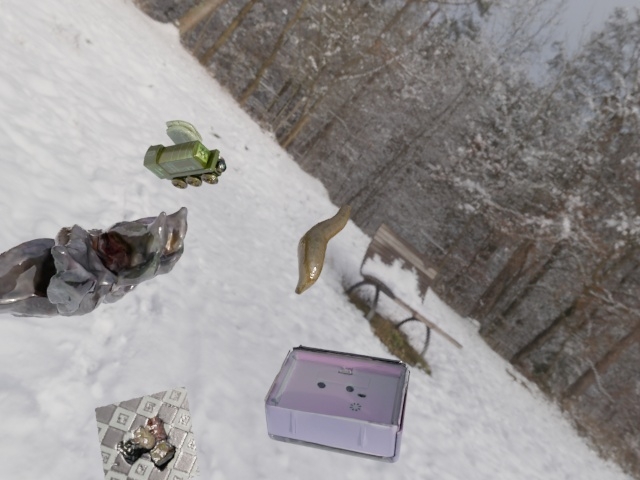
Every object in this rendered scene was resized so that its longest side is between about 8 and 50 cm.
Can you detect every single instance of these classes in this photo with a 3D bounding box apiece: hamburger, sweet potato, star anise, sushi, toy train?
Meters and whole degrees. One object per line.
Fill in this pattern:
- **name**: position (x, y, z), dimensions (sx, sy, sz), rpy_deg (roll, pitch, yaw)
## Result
- **hamburger**: position (-0.404, -0.317, 1.527), dimensions (0.084, 0.054, 0.121), rpy_deg (-4, -38, 37)
- **sweet potato**: position (-0.001, -0.003, 1.017), dimensions (0.069, 0.250, 0.059), rpy_deg (37, -40, -9)
- **star anise**: position (-0.179, 0.023, 0.381), dimensions (0.204, 0.180, 0.061), rpy_deg (-11, -86, 61)
- **sushi**: position (-0.435, 0.505, 1.279), dimensions (0.219, 0.232, 0.047), rpy_deg (-8, -4, -24)
- **toy train**: position (-0.374, -0.215, 1.422), dimensions (0.225, 0.090, 0.137), rpy_deg (-4, -30, 30)

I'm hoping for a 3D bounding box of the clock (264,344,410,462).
- **clock**: position (0.029, 0.235, 0.747), dimensions (0.193, 0.073, 0.145), rpy_deg (6, 26, 14)
